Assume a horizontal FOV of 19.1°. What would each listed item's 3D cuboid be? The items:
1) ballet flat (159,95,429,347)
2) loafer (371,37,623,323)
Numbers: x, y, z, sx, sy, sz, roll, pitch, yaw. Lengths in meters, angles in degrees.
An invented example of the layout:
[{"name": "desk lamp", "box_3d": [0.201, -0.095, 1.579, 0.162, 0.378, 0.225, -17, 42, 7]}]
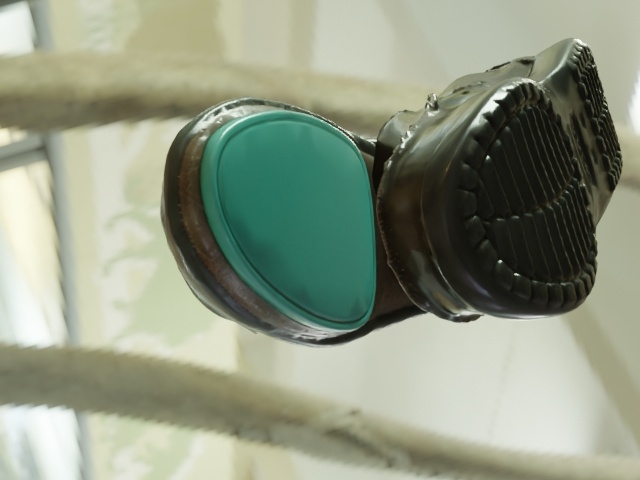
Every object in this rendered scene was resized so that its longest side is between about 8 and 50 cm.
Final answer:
[{"name": "ballet flat", "box_3d": [0.000, 0.000, 0.797, 0.096, 0.280, 0.095, -7, -98, 34]}, {"name": "loafer", "box_3d": [0.056, -0.016, 0.683, 0.220, 0.078, 0.080, -36, 109, -68]}]
